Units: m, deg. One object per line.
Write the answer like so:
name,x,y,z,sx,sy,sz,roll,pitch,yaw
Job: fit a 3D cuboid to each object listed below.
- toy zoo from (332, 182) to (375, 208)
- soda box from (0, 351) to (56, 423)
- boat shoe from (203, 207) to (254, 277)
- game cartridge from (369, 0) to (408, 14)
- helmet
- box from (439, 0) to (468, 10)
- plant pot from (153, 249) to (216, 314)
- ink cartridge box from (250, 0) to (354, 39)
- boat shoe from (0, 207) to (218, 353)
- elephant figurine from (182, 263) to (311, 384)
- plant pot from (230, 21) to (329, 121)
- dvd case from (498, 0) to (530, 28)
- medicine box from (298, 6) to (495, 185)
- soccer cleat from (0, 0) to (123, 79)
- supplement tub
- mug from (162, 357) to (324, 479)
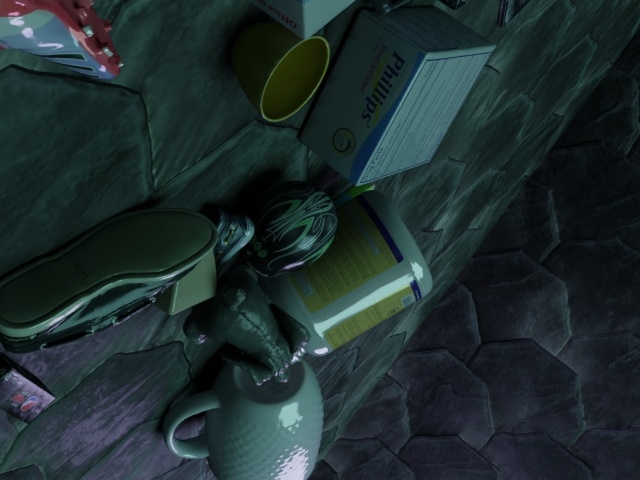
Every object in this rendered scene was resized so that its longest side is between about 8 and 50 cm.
toy zoo,0.000,0.000,1.836,0.293,0.030,0.192,-38,157,-30
soda box,-0.448,0.211,1.201,0.060,0.053,0.169,-44,159,-15
boat shoe,-0.198,0.017,1.401,0.183,0.065,0.083,-48,140,18
game cartridge,0.227,-0.454,1.203,0.230,0.068,0.355,-48,-163,-17
helmet,-0.053,-0.026,1.462,0.161,0.169,0.169,-36,168,26
box,0.296,-0.539,1.473,0.175,0.051,0.220,-41,159,-26
plant pot,-0.228,0.036,1.305,0.109,0.109,0.096,-25,137,-51
ink cartridge box,-0.022,-0.360,0.986,0.127,0.128,0.176,-43,160,-21
boat shoe,-0.294,0.062,1.161,0.340,0.127,0.113,-33,155,-37
elephant figurine,-0.100,0.168,1.427,0.169,0.239,0.186,-36,-166,23
plant pot,-0.066,-0.246,1.145,0.134,0.095,0.134,-42,159,-21
dvd case,0.468,-0.586,1.818,0.221,0.018,0.164,-45,159,-12
medicine box,0.139,-0.264,1.484,0.289,0.149,0.263,-22,146,-53
soccer cleat,-0.277,-0.210,0.804,0.095,0.083,0.248,-22,169,10
supplement tub,0.025,0.077,1.635,0.331,0.241,0.241,-30,159,-2
mug,-0.172,0.401,1.896,0.374,0.276,0.328,-9,139,-16
